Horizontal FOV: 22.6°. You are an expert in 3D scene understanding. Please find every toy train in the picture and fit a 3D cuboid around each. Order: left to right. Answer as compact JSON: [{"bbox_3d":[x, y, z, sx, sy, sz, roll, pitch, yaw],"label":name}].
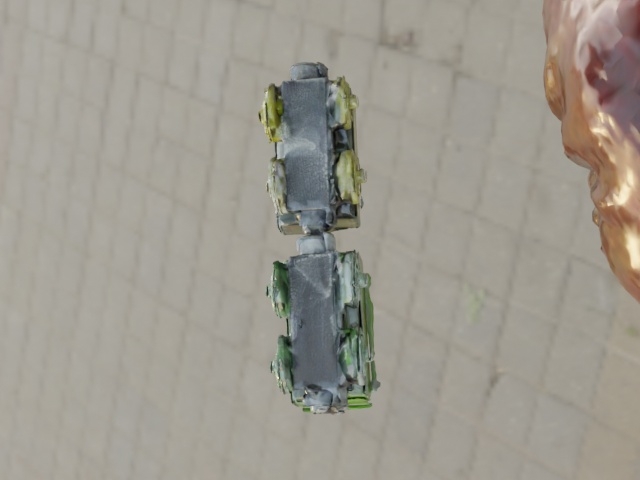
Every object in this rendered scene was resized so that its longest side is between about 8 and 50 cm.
[{"bbox_3d":[0.000,0.000,0.916,0.081,0.060,0.202,63,-156,-78],"label":"toy train"}]

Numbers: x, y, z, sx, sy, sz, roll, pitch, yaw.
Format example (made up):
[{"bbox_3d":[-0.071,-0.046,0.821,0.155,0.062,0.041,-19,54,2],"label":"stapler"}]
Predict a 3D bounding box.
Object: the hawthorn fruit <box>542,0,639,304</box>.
[{"bbox_3d":[0.176,-0.059,0.528,0.200,0.179,0.179,-27,67,13],"label":"hawthorn fruit"}]
